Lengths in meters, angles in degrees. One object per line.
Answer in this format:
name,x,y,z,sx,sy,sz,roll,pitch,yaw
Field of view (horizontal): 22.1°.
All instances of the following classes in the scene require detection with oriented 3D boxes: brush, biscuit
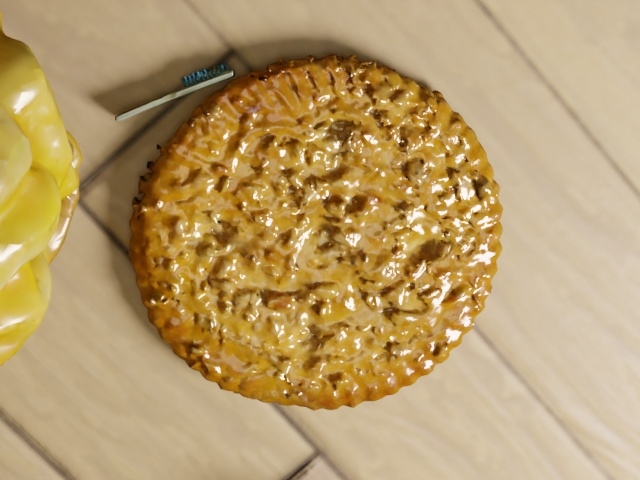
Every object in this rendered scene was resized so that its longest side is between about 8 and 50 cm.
brush,-0.096,-0.097,1.068,0.084,0.016,0.013,-23,95,1
biscuit,0.000,0.000,1.097,0.254,0.035,0.254,-2,107,-6

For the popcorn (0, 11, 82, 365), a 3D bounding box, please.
popcorn,-0.324,-0.036,0.928,0.349,0.382,0.349,-30,137,-32
